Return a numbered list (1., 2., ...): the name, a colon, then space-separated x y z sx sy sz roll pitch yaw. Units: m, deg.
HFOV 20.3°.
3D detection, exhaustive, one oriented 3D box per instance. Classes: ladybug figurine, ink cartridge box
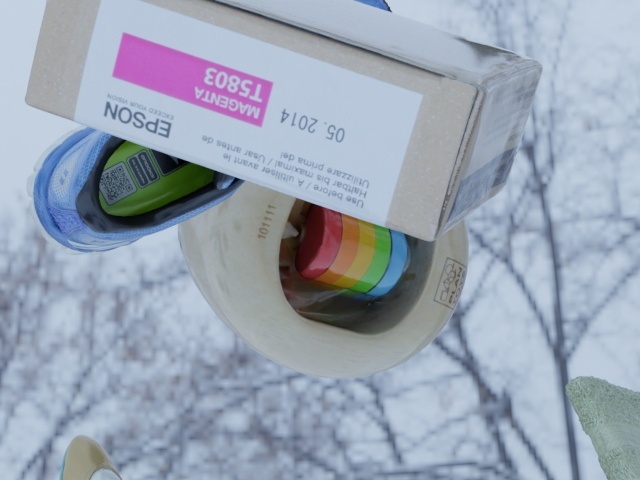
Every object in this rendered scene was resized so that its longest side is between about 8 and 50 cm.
1. ladybug figurine: 0.000 0.000 2.060 0.162 0.305 0.449 14 -6 44
2. ink cartridge box: -0.013 -0.087 0.972 0.234 0.193 0.088 20 -75 13

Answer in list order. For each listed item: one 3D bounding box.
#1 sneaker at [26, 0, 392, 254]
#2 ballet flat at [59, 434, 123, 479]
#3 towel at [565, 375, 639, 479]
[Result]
1. sneaker: -0.067 -0.091 1.396 0.130 0.330 0.147 58 -16 -16
2. ballet flat: -0.213 0.299 1.774 0.073 0.232 0.080 -21 -30 31
3. towel: 0.240 0.155 1.348 0.027 0.110 0.148 -36 -31 22
